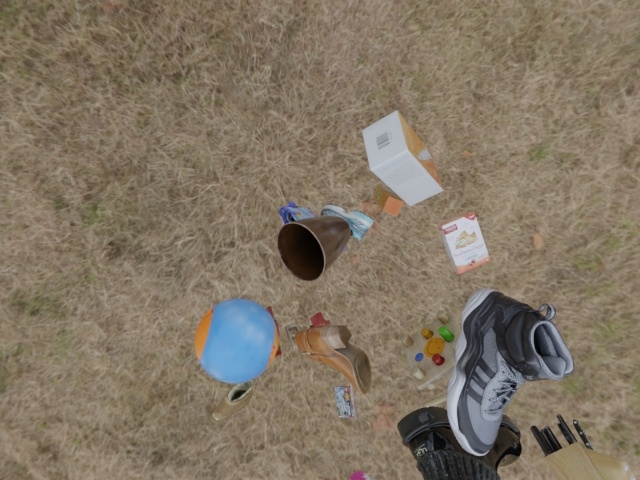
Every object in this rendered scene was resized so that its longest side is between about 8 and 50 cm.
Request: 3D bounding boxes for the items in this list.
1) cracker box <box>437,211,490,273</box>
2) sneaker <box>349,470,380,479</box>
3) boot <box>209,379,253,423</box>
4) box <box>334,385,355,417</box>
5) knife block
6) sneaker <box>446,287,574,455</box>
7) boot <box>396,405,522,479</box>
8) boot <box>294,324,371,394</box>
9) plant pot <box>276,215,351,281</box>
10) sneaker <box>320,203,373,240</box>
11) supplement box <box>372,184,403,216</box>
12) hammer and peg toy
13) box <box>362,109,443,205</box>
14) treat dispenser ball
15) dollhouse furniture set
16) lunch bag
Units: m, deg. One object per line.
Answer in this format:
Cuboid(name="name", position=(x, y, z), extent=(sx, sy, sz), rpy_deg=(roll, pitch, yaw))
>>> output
Cuboid(name="cracker box", position=(0.624, 0.009, 1.849), extent=(0.155, 0.067, 0.232), rpy_deg=(-23, 100, -2))
Cuboid(name="sneaker", position=(0.158, 0.746, 1.119), extent=(0.111, 0.252, 0.103), rpy_deg=(21, 131, -33))
Cuboid(name="boot", position=(-0.329, 0.636, 1.749), extent=(0.089, 0.236, 0.269), rpy_deg=(43, 132, 9))
Cuboid(name="box", position=(0.114, 0.750, 1.978), extent=(0.027, 0.094, 0.137), rpy_deg=(5, 72, -41))
Cuboid(name="knife block", position=(0.619, 0.585, 1.055), extent=(0.088, 0.242, 0.276), rpy_deg=(49, 60, -25))
Cuboid(name="sneaker", position=(0.286, 0.214, 0.650), extent=(0.101, 0.153, 0.269), rpy_deg=(9, 87, -27))
Cuboid(name="boot", position=(0.310, 0.469, 0.797), extent=(0.347, 0.260, 0.131), rpy_deg=(17, 121, -30))
Cuboid(name="boot", position=(0.040, 0.423, 1.501), extent=(0.220, 0.109, 0.284), rpy_deg=(-17, 112, 38))
Cuboid(name="plant pot", position=(0.000, 0.000, 1.507), extent=(0.230, 0.215, 0.216), rpy_deg=(-30, 107, -45))
Cuboid(name="sneaker", position=(0.088, -0.075, 1.822), extent=(0.110, 0.283, 0.122), rpy_deg=(34, 78, -41))
Cuboid(name="supplement box", position=(0.303, -0.183, 1.930), extent=(0.080, 0.233, 0.078), rpy_deg=(20, 106, -9))
Cuboid(name="hammer and peg toy", position=(0.455, 0.462, 1.645), extent=(0.266, 0.361, 0.127), rpy_deg=(-38, 115, 16))
Cuboid(name="box", position=(0.345, -0.328, 1.758), extent=(0.168, 0.215, 0.345), rpy_deg=(-25, 145, 28))
Cuboid(name="treat dispenser ball", position=(-0.290, 0.348, 1.482), extent=(0.288, 0.288, 0.288), rpy_deg=(-1, 101, -6))
Cuboid(name="dollhouse furniture set", position=(-0.131, 0.395, 1.939), extent=(0.373, 0.152, 0.201), rpy_deg=(-14, 140, -16))
Cuboid(name="lunch bag", position=(-0.046, -0.040, 1.745), extent=(0.138, 0.221, 0.293), rpy_deg=(-36, 80, 21))
